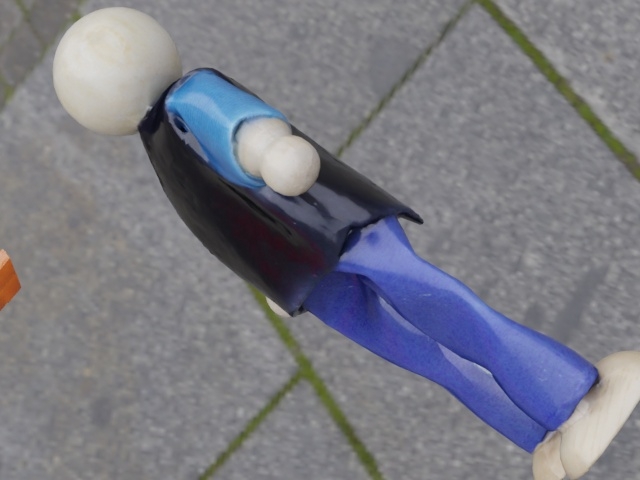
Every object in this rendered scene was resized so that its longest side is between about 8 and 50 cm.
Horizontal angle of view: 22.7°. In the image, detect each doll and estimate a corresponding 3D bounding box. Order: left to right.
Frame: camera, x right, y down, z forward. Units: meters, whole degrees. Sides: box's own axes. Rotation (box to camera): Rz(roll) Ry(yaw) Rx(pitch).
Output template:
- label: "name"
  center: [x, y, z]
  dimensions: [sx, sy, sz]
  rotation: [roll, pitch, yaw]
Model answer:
- label: "doll"
  center: [0.000, 0.000, 0.452]
  dimensions: [0.189, 0.129, 0.046]
  rotation: [36, 75, 5]

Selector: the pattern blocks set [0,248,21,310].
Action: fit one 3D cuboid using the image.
- label: "pattern blocks set"
  center: [-0.420, 0.056, 1.520]
  dimensions: [0.026, 0.285, 0.325]
  rotation: [44, 117, 37]
